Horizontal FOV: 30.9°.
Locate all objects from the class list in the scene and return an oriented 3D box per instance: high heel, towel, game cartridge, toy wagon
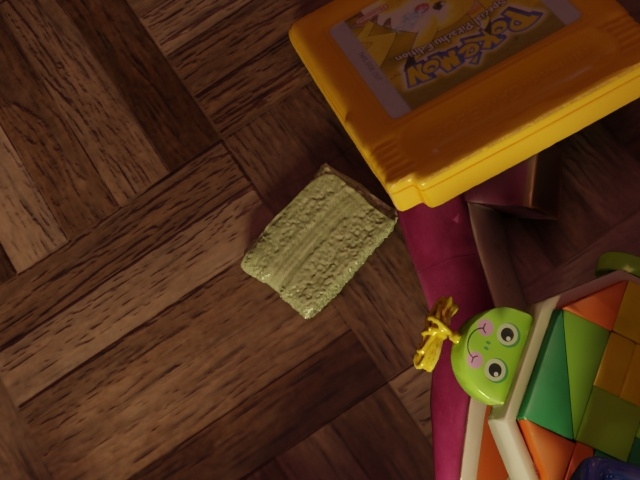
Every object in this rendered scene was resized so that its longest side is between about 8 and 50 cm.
[{"bbox_3d":[0.120,0.077,1.111,0.181,0.127,0.377,1,69,39],"label":"high heel"},{"bbox_3d":[0.000,0.000,1.189,0.110,0.027,0.148,37,79,22],"label":"towel"},{"bbox_3d":[0.143,-0.191,1.159,0.285,0.052,0.323,-29,42,0],"label":"game cartridge"},{"bbox_3d":[0.245,0.144,0.987,0.344,0.068,0.267,25,73,-10],"label":"toy wagon"}]

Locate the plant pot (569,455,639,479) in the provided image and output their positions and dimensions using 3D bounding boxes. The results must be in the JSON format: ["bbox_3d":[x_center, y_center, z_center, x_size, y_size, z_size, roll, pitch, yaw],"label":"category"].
[{"bbox_3d":[0.253,0.327,0.832,0.236,0.212,0.236,17,47,-3],"label":"plant pot"}]
